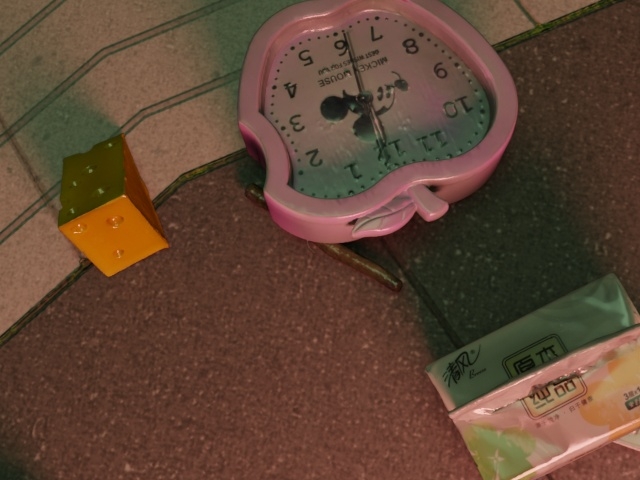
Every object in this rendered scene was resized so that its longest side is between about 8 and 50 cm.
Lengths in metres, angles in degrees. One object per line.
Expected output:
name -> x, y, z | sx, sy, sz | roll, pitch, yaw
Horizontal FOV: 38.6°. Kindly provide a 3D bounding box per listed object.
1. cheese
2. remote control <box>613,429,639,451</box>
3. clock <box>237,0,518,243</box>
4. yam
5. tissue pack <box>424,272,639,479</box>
cheese -> -0.274, -0.064, 1.152 | 0.093, 0.126, 0.171 | -25, 54, 3
remote control -> 0.383, 0.189, 1.031 | 0.313, 0.055, 0.109 | 18, 82, 15
clock -> 0.064, -0.151, 1.120 | 0.339, 0.102, 0.338 | -1, 70, 2
yam -> 0.001, -0.001, 1.131 | 0.234, 0.027, 0.029 | 34, 39, 15
tissue pack -> 0.247, 0.153, 0.965 | 0.229, 0.145, 0.159 | -28, 72, 7
